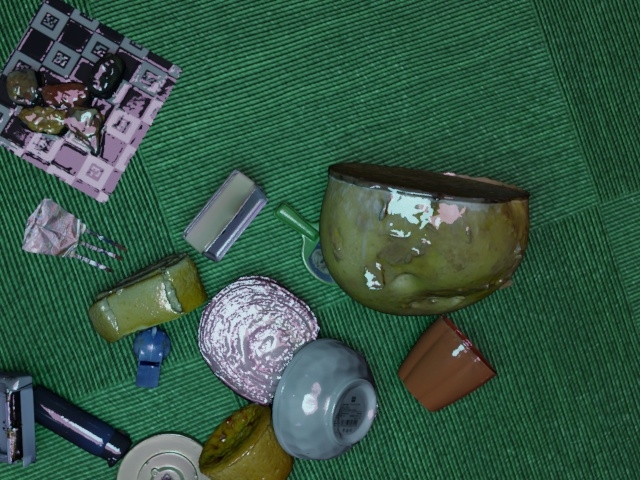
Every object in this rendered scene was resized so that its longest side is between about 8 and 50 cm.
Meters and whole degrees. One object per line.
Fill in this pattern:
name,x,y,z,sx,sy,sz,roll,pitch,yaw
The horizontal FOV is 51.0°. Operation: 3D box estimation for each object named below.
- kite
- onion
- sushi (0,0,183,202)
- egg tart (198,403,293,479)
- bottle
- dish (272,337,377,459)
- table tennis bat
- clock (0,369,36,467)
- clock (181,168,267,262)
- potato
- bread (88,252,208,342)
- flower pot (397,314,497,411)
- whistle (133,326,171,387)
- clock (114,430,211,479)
kite,-0.552,0.006,1.508,0.229,0.016,0.127,27,90,-3
onion,-0.149,0.208,1.507,0.247,0.111,0.250,38,86,-5
sushi,-0.545,-0.321,1.482,0.343,0.064,0.359,30,86,-6
egg tart,-0.151,0.474,1.475,0.202,0.202,0.147,-40,104,-5
bottle,-0.535,0.408,1.481,0.244,0.082,0.072,34,130,-5
dish,0.036,0.359,1.461,0.303,0.120,0.303,-8,102,-43
table tennis bat,0.000,0.000,1.566,0.257,0.039,0.160,37,83,-8
clock,-0.689,0.368,1.415,0.253,0.083,0.186,-2,90,31
clock,-0.208,-0.051,1.482,0.071,0.147,0.192,38,86,8
potato,0.214,0.015,1.427,0.442,0.385,0.319,5,105,0
bread,-0.379,0.128,1.444,0.257,0.186,0.124,-25,97,2
flower pot,0.280,0.293,1.536,0.190,0.190,0.173,45,95,-5
whistle,-0.379,0.250,1.504,0.090,0.090,0.158,13,128,-7
clock,-0.349,0.553,1.524,0.235,0.029,0.235,0,90,-7
